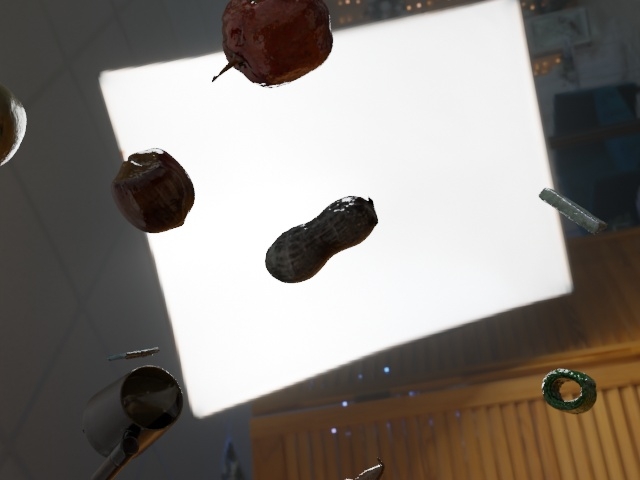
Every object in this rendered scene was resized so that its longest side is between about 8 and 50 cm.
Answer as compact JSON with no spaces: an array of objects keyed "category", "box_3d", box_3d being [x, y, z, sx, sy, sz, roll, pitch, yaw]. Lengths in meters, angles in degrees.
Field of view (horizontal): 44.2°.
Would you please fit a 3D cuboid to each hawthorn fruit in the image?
[{"category":"hawthorn fruit","box_3d":[-0.108,-0.368,1.454,0.207,0.243,0.207,47,168,14]}]

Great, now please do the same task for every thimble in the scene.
[{"category":"thimble","box_3d":[0.661,0.399,2.086,0.090,0.130,0.118,23,-129,-44]}]

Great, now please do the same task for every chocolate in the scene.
[{"category":"chocolate","box_3d":[0.000,0.000,1.504,0.110,0.248,0.110,48,-161,-22]}]

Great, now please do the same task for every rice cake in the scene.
[{"category":"rice cake","box_3d":[0.518,-0.062,1.623,0.033,0.033,0.207,-62,27,14]}]

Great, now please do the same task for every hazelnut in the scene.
[{"category":"hazelnut","box_3d":[-0.430,-0.124,2.035,0.212,0.181,0.181,-46,-37,-31]}]

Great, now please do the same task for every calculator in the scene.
[{"category":"calculator","box_3d":[-0.442,0.270,1.863,0.172,0.057,0.018,20,-124,-76]}]

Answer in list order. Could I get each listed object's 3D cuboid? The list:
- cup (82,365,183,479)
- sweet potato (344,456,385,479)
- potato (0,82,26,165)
[{"category":"cup","box_3d":[-0.387,0.394,1.651,0.166,0.177,0.239,14,-126,-34]},{"category":"sweet potato","box_3d":[0.037,0.318,0.958,0.056,0.056,0.195,-90,19,-45]},{"category":"potato","box_3d":[-0.601,-0.206,1.376,0.159,0.174,0.251,41,-170,-10]}]
